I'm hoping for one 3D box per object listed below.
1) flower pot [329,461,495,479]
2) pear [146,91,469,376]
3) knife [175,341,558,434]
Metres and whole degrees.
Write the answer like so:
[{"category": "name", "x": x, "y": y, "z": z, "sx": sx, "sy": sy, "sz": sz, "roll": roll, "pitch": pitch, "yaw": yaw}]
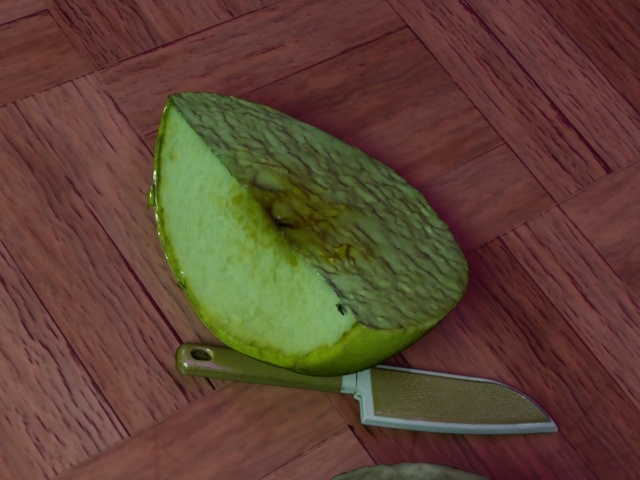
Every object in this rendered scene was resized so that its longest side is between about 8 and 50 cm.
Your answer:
[{"category": "flower pot", "x": 0.057, "y": 0.333, "z": 0.840, "sx": 0.294, "sy": 0.293, "sz": 0.330, "roll": 21, "pitch": 47, "yaw": -4}, {"category": "pear", "x": 0.001, "y": 0.005, "z": 1.128, "sx": 0.239, "sy": 0.139, "sz": 0.288, "roll": -13, "pitch": 52, "yaw": -44}, {"category": "knife", "x": 0.044, "y": 0.133, "z": 1.116, "sx": 0.343, "sy": 0.027, "sz": 0.061, "roll": 9, "pitch": 48, "yaw": -16}]
